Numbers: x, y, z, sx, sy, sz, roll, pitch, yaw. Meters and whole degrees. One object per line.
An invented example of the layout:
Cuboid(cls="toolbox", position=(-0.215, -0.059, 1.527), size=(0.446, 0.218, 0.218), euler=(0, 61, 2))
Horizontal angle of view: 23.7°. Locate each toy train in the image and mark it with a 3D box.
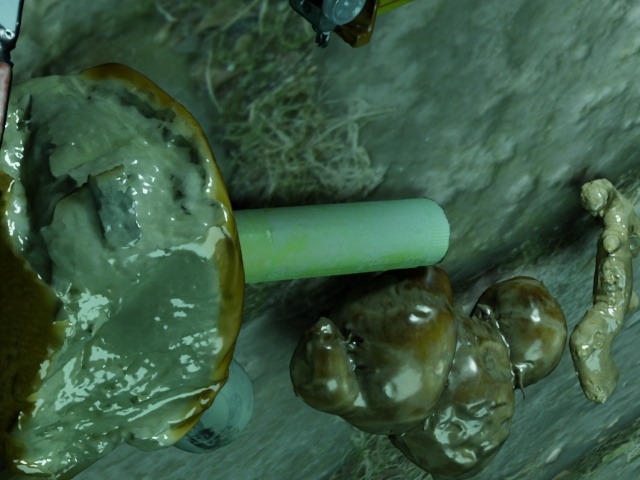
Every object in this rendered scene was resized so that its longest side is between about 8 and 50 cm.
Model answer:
Cuboid(cls="toy train", position=(0.034, -0.256, 1.253), size=(0.127, 0.089, 0.219), euler=(-25, 143, -34))

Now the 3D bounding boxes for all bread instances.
Cuboid(cls="bread", position=(-0.183, 0.018, 1.226), size=(0.225, 0.250, 0.279), euler=(-12, 134, -26))

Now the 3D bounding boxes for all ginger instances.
Cuboid(cls="ginger", position=(0.338, 0.056, 1.768), size=(0.149, 0.065, 0.259), euler=(-9, 98, -57))
Cuboid(cls="ginger", position=(0.111, 0.134, 1.679), size=(0.375, 0.176, 0.256), euler=(16, 101, -46))

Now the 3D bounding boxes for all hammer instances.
Cuboid(cls="hammer", position=(-0.223, 0.194, 1.513), size=(0.305, 0.113, 0.202), euler=(-35, 141, 5))

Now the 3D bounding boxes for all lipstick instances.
Cuboid(cls="lipstick", position=(0.000, 0.000, 1.508), size=(0.304, 0.076, 0.076), euler=(-4, 132, -38))

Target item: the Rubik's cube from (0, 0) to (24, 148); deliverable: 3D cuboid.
Cuboid(cls="Rubik's cube", position=(-0.333, -0.041, 1.108), size=(0.284, 0.250, 0.234), euler=(-18, 165, -45))
